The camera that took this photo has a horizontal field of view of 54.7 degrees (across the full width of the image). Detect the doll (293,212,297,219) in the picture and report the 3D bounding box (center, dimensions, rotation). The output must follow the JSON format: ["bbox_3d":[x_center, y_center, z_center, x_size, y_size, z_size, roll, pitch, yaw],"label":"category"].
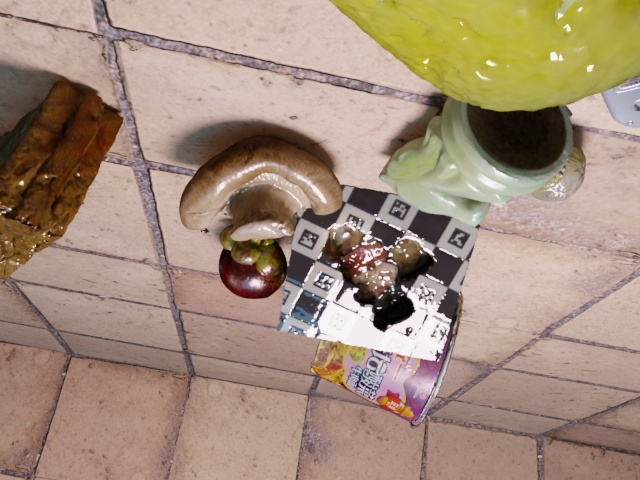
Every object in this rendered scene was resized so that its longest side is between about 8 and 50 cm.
[{"bbox_3d":[0.000,0.000,1.249,0.102,0.089,0.179,-1,128,19],"label":"doll"}]

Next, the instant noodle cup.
[{"bbox_3d":[0.139,0.215,1.395,0.266,0.340,0.340,20,153,4],"label":"instant noodle cup"}]

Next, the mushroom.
[{"bbox_3d":[-0.110,-0.099,1.028,0.285,0.156,0.151,-7,139,5],"label":"mushroom"}]

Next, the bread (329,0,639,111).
[{"bbox_3d":[0.127,-0.275,0.404,0.348,0.348,0.308,-13,151,37],"label":"bread"}]

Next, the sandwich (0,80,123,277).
[{"bbox_3d":[-0.488,-0.091,1.023,0.131,0.262,0.325,34,144,-31],"label":"sandwich"}]

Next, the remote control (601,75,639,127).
[{"bbox_3d":[0.374,-0.214,0.748,0.087,0.047,0.244,-15,146,34],"label":"remote control"}]

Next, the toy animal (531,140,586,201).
[{"bbox_3d":[0.335,-0.124,0.916,0.098,0.137,0.098,-29,172,-4],"label":"toy animal"}]

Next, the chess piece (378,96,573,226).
[{"bbox_3d":[0.207,-0.108,0.899,0.175,0.176,0.298,16,160,-12],"label":"chess piece"}]

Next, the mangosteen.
[{"bbox_3d":[-0.143,0.042,1.294,0.156,0.146,0.181,13,153,-2],"label":"mangosteen"}]

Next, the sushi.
[{"bbox_3d":[0.107,0.054,1.202,0.339,0.069,0.320,10,108,-2],"label":"sushi"}]
